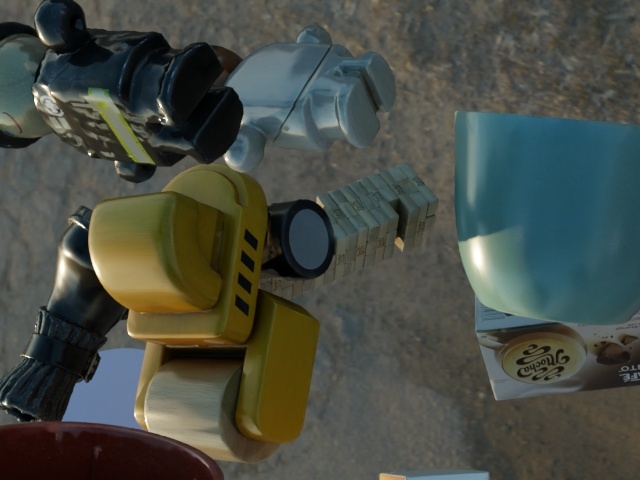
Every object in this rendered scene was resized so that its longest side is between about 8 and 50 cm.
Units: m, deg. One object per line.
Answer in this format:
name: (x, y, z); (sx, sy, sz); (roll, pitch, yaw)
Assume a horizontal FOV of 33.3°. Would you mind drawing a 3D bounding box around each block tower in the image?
block tower: (0.000, 0.000, 1.489); (0.097, 0.335, 0.091); (53, 153, 36)

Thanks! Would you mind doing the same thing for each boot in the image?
boot: (-0.359, 0.124, 1.501); (0.131, 0.260, 0.348); (33, 155, 7)

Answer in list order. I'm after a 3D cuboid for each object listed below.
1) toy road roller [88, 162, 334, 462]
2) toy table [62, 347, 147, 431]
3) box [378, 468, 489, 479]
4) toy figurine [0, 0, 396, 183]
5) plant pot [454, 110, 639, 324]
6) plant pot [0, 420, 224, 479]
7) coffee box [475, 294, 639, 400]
toy road roller: (-0.145, 0.073, 1.210); (0.202, 0.240, 0.330); (-5, 72, 40)
toy table: (-0.337, 0.310, 1.972); (0.274, 0.161, 0.252); (12, 68, 20)
box: (0.124, 0.317, 1.164); (0.170, 0.091, 0.130); (117, 150, -77)
toy figurine: (-0.065, -0.138, 0.524); (0.148, 0.209, 0.213); (9, 102, 34)
plant pot: (0.298, -0.027, 1.301); (0.293, 0.293, 0.235); (11, 98, 47)
plant pot: (-0.238, 0.333, 0.979); (0.272, 0.272, 0.265); (15, 100, 47)
coffee box: (0.387, 0.126, 1.563); (0.297, 0.168, 0.119); (-8, 43, 15)
